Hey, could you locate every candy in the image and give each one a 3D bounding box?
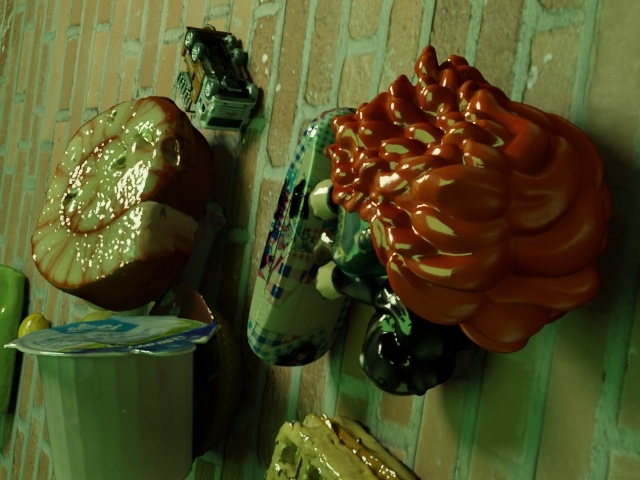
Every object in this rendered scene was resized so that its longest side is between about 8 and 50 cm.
[{"bbox_3d":[-0.728,0.220,2.447,0.142,0.132,0.343,-172,90,-74],"label":"candy"}]

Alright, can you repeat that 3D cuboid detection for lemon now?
[{"bbox_3d":[-0.589,0.193,2.296,0.065,0.065,0.092,29,109,56],"label":"lemon"}]

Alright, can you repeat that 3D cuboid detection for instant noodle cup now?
[{"bbox_3d":[-0.173,0.198,1.608,0.274,0.091,0.274,-15,72,56],"label":"instant noodle cup"}]

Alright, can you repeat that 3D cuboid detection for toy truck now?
[{"bbox_3d":[-0.163,-0.231,1.687,0.115,0.080,0.177,-63,36,37],"label":"toy truck"}]

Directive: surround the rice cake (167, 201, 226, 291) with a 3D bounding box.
[{"bbox_3d":[-0.205,0.070,1.721,0.081,0.051,0.290,44,121,53],"label":"rice cake"}]

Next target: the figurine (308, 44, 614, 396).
[{"bbox_3d":[0.107,-0.003,1.106,0.412,0.241,0.306,128,146,-54],"label":"figurine"}]

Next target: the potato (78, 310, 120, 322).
[{"bbox_3d":[-0.338,0.206,1.824,0.248,0.143,0.169,-131,40,-61],"label":"potato"}]

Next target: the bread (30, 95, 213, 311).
[{"bbox_3d":[-0.303,-0.058,1.694,0.295,0.114,0.327,-10,60,38],"label":"bread"}]

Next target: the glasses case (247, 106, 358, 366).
[{"bbox_3d":[0.000,0.000,1.339,0.076,0.125,0.327,32,111,46],"label":"glasses case"}]

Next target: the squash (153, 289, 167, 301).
[{"bbox_3d":[-0.310,-0.057,1.862,0.203,0.111,0.288,-56,39,34],"label":"squash"}]

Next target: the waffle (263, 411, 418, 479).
[{"bbox_3d":[0.055,0.372,1.198,0.376,0.114,0.261,31,108,56],"label":"waffle"}]

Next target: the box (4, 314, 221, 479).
[{"bbox_3d":[-0.244,0.217,1.453,0.291,0.262,0.206,5,101,47],"label":"box"}]

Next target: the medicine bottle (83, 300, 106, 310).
[{"bbox_3d":[-0.388,0.047,1.945,0.186,0.103,0.102,-132,56,-61],"label":"medicine bottle"}]

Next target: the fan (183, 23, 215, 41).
[{"bbox_3d":[-0.200,-0.317,1.832,0.133,0.005,0.085,35,114,54],"label":"fan"}]
